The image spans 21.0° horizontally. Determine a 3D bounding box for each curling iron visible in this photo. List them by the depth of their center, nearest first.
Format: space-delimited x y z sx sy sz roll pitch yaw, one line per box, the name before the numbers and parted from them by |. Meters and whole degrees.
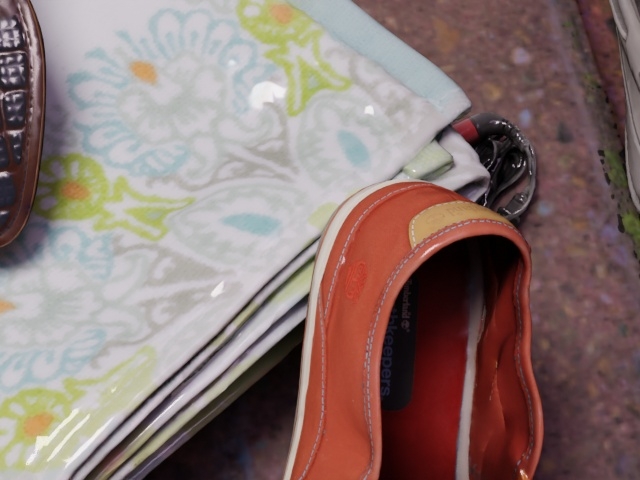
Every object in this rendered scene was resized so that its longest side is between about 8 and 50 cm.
curling iron | 0.000 0.000 0.940 0.274 0.035 0.068 -22 68 -12

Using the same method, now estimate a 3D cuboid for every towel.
towel | -0.142 -0.057 0.910 0.320 0.090 0.374 -40 64 -19

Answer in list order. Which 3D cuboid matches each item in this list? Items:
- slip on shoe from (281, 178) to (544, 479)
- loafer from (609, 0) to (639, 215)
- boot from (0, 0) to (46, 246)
slip on shoe | 0.044 0.136 0.792 0.123 0.101 0.331 4 89 -26
loafer | 0.214 -0.158 0.979 0.112 0.111 0.319 -2 65 -3
boot | -0.177 -0.101 0.859 0.082 0.106 0.219 -11 88 -4
